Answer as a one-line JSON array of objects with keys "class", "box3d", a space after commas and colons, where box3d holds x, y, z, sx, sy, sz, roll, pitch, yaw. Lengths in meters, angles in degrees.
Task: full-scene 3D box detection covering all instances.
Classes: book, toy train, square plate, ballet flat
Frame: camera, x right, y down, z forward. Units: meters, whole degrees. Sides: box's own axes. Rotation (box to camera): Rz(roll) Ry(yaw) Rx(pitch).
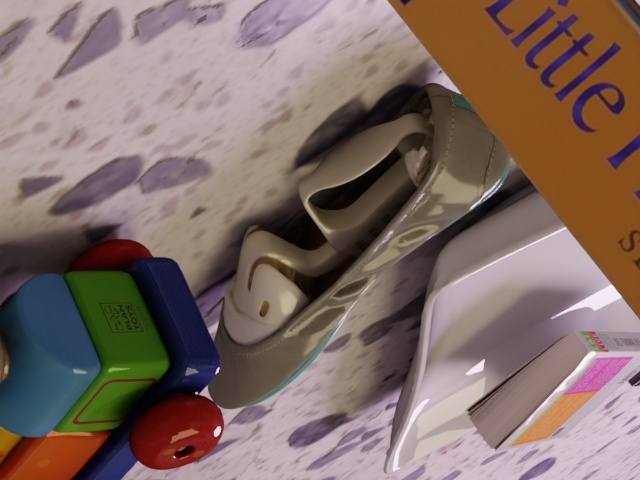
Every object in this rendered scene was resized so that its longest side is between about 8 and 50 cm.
[{"class": "book", "box3d": [0.171, 0.100, 1.340, 0.096, 0.035, 0.144, -43, 159, 19]}, {"class": "toy train", "box3d": [-0.165, 0.102, 0.880, 0.143, 0.105, 0.248, 2, 142, -42]}, {"class": "square plate", "box3d": [0.191, 0.005, 1.264, 0.347, 0.049, 0.344, -28, 161, -14]}, {"class": "ballet flat", "box3d": [0.000, 0.000, 0.954, 0.068, 0.072, 0.213, 29, 119, -38]}]

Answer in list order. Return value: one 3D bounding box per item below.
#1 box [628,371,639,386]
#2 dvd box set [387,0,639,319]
[{"class": "box", "box3d": [0.346, 0.047, 1.623, 0.207, 0.036, 0.114, -42, 159, 23]}, {"class": "dvd box set", "box3d": [0.169, 0.023, 0.713, 0.062, 0.420, 0.307, -41, 159, 12]}]
